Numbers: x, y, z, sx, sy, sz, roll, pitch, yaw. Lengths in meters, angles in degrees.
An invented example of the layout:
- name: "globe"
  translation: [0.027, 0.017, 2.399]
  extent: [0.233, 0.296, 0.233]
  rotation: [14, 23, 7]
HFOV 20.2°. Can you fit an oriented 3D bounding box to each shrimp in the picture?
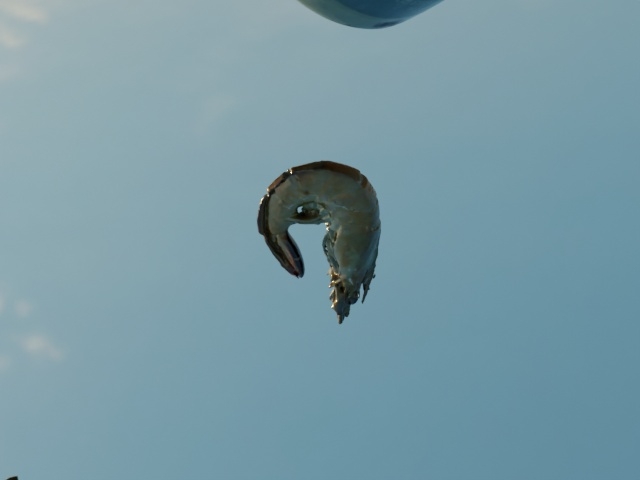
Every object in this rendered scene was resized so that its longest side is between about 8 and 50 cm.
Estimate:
- name: "shrimp"
  translation: [0.001, 0.003, 1.955]
  extent: [0.133, 0.236, 0.053]
  rotation: [-9, -134, -3]

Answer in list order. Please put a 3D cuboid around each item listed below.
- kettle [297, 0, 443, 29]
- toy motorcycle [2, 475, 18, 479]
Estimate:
- name: "kettle"
  translation: [0.143, -0.345, 1.440]
  extent: [0.319, 0.247, 0.342]
  rotation: [-13, 173, -44]
- name: "toy motorcycle"
  translation: [-0.369, 0.312, 1.644]
  extent: [0.274, 0.187, 0.125]
  rotation: [-55, -171, -19]
